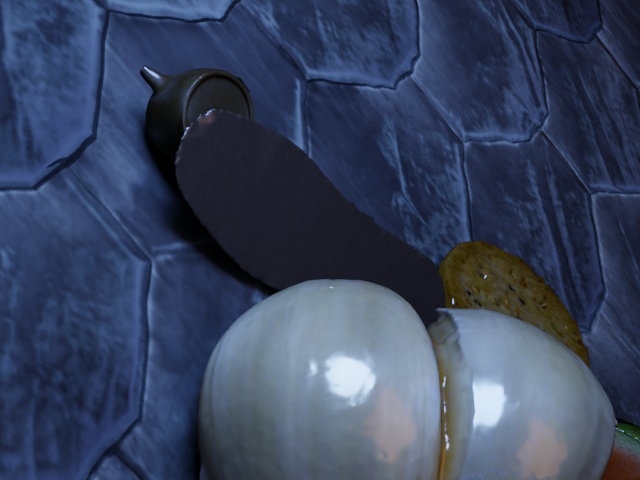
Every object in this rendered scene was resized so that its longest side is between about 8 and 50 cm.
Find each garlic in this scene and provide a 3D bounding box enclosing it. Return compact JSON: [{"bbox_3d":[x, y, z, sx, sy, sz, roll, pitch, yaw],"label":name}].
[{"bbox_3d":[0.064,0.145,1.040,0.249,0.286,0.313,88,14,-45],"label":"garlic"}]

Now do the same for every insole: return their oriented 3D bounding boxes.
[{"bbox_3d":[0.000,0.000,1.175,0.328,0.007,0.111,33,72,-40],"label":"insole"}]

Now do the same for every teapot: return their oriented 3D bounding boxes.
[{"bbox_3d":[-0.096,-0.089,1.129,0.076,0.068,0.121,-55,127,-27],"label":"teapot"}]

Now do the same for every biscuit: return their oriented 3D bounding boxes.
[{"bbox_3d":[0.179,0.082,1.356,0.188,0.027,0.188,31,36,-25],"label":"biscuit"}]

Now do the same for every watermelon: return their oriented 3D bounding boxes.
[{"bbox_3d":[0.269,0.209,1.329,0.125,0.135,0.094,33,76,-37],"label":"watermelon"}]
